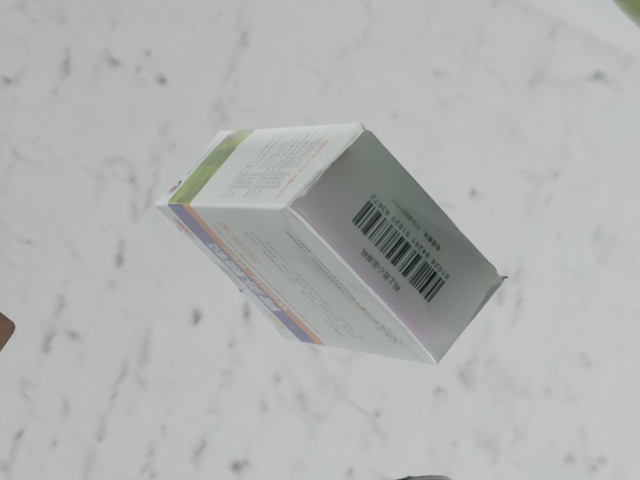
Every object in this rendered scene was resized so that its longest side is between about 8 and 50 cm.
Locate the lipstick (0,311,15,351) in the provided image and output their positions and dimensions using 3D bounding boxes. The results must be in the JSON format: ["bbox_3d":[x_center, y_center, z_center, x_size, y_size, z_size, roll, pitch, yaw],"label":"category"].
[{"bbox_3d":[-0.285,0.042,1.235,0.045,0.145,0.045,-56,-37,-13],"label":"lipstick"}]

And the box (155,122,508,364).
[{"bbox_3d":[0.000,0.000,1.553,0.200,0.299,0.106,47,-109,-21],"label":"box"}]

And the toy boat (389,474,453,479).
[{"bbox_3d":[0.090,0.233,1.447,0.059,0.066,0.140,-35,-25,29],"label":"toy boat"}]

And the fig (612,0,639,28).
[{"bbox_3d":[0.396,-0.334,1.736,0.316,0.316,0.316,-32,-42,-33],"label":"fig"}]
